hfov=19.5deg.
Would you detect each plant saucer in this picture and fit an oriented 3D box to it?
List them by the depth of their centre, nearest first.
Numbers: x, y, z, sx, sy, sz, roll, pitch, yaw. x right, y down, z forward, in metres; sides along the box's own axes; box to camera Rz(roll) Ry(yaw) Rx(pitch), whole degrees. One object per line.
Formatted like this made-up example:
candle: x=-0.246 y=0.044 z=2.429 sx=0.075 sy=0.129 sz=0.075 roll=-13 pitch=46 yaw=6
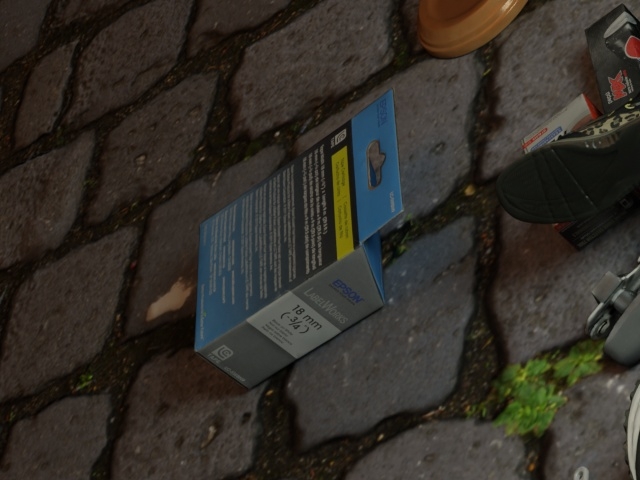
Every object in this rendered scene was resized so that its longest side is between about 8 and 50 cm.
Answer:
plant saucer: x=0.199 y=-0.328 z=2.438 sx=0.200 sy=0.037 sz=0.200 roll=-32 pitch=37 yaw=28

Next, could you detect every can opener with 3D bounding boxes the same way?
can opener: x=0.373 y=0.003 z=1.867 sx=0.095 sy=0.076 sz=0.283 roll=42 pitch=93 yaw=26

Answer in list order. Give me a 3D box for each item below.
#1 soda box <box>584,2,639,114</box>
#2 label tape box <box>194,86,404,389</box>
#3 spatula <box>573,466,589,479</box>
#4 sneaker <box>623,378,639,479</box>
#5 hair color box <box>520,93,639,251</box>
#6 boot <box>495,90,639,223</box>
soda box: x=0.344 y=-0.188 z=2.094 sx=0.060 sy=0.053 sz=0.169 roll=-34 pitch=36 yaw=25
label tape box: x=0.000 y=0.000 z=2.286 sx=0.334 sy=0.106 sz=0.240 roll=-33 pitch=35 yaw=26
spatula: x=0.202 y=0.334 z=1.775 sx=0.168 sy=0.019 sz=0.242 roll=-30 pitch=35 yaw=38
sneaker: x=0.363 y=0.127 z=1.653 sx=0.271 sy=0.100 sz=0.108 roll=-53 pitch=31 yaw=-18
hair color box: x=0.286 y=-0.077 z=2.054 sx=0.093 sy=0.053 sz=0.167 roll=-38 pitch=35 yaw=19
boot: x=0.309 y=-0.099 z=1.943 sx=0.236 sy=0.085 sz=0.178 roll=-23 pitch=9 yaw=25
